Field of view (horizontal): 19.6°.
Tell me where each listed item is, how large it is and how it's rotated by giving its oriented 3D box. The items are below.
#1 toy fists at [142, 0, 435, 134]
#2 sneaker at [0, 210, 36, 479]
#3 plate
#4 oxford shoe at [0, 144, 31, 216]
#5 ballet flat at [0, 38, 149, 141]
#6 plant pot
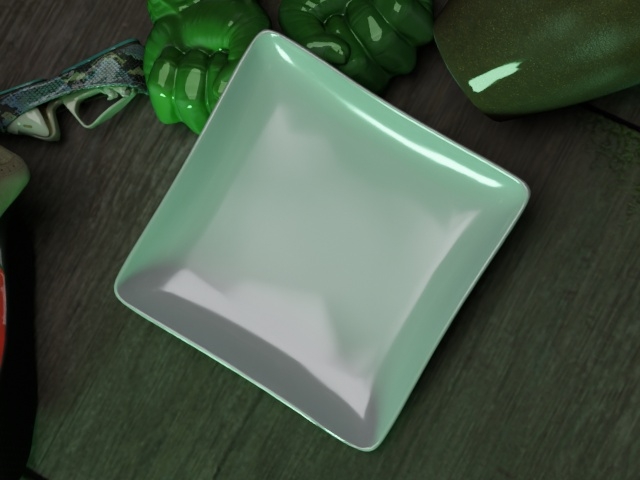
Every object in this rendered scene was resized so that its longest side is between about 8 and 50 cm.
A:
[{"bbox_3d":[-0.032,-0.185,1.685,0.279,0.096,0.142,-16,75,11],"label":"toy fists"},{"bbox_3d":[-0.345,0.109,1.713,0.145,0.090,0.270,-7,72,16],"label":"sneaker"},{"bbox_3d":[0.000,0.000,1.621,0.277,0.045,0.278,31,98,6],"label":"plate"},{"bbox_3d":[-0.386,-0.104,1.747,0.130,0.123,0.348,-37,51,-13],"label":"oxford shoe"},{"bbox_3d":[-0.244,-0.129,1.752,0.188,0.070,0.070,-22,72,12],"label":"ballet flat"},{"bbox_3d":[0.218,-0.206,1.575,0.230,0.215,0.215,-32,70,23],"label":"plant pot"}]
